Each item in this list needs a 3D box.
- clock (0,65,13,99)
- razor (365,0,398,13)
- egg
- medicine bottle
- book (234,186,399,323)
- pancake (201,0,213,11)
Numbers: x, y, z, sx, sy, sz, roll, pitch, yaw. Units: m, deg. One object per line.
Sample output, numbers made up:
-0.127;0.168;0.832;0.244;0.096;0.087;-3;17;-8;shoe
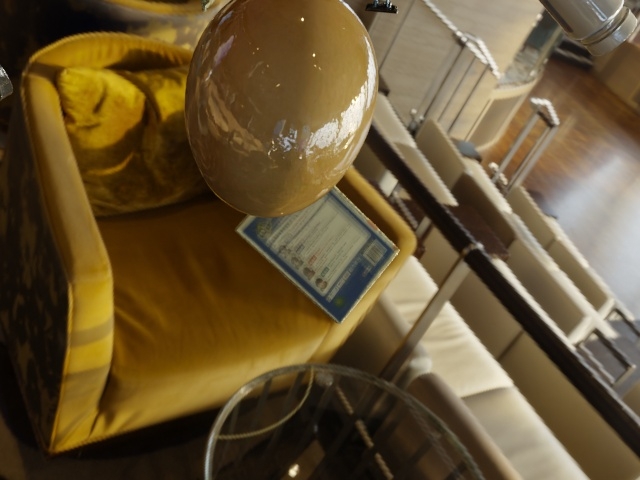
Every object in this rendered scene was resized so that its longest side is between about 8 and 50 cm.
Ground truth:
-0.833;-0.420;1.673;0.184;0.184;0.040;35;63;10;clock
0.153;-0.660;1.601;0.082;0.253;0.042;12;27;14;razor
-0.066;-0.222;1.099;0.301;0.374;0.301;22;-1;0;egg
0.437;-0.407;1.155;0.187;0.103;0.102;40;30;-18;medicine bottle
0.000;0.000;1.521;0.322;0.228;0.018;44;-13;-16;book
-0.218;-0.677;1.580;0.067;0.304;0.427;24;11;-17;pancake
